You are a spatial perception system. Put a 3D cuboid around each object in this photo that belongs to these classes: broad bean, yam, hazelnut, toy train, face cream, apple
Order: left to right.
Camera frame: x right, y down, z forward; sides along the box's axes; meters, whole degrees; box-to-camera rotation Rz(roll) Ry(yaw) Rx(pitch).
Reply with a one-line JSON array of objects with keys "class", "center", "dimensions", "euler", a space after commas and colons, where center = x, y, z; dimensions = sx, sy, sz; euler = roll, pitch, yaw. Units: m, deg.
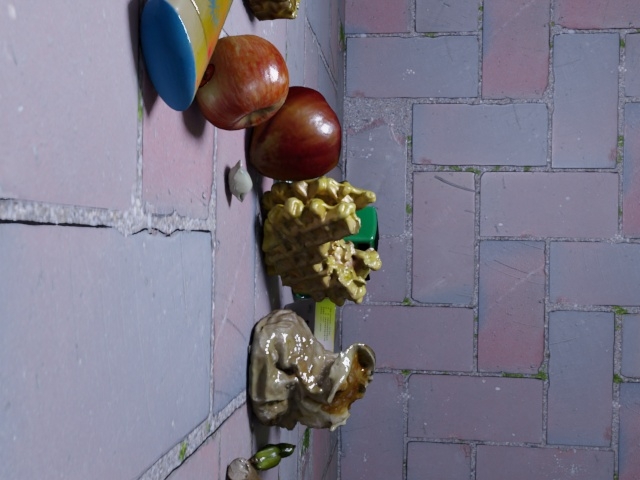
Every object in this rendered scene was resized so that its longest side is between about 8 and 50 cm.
[{"class": "face cream", "center": [-0.170, -0.306, 0.923], "dimensions": [0.285, 0.067, 0.139], "euler": [-82, 167, -45]}, {"class": "apple", "center": [-0.120, -0.241, 1.051], "dimensions": [0.146, 0.146, 0.131], "euler": [35, 33, -82]}, {"class": "yam", "center": [-0.139, 0.485, 1.370], "dimensions": [0.241, 0.057, 0.056], "euler": [78, 14, -54]}, {"class": "broad bean", "center": [-0.111, 0.479, 1.547], "dimensions": [0.213, 0.070, 0.048], "euler": [21, 53, -73]}, {"class": "hazelnut", "center": [-0.064, -0.209, 1.443], "dimensions": [0.208, 0.208, 0.208], "euler": [1, 90, -83]}, {"class": "toy train", "center": [0.043, 0.032, 1.961], "dimensions": [0.429, 0.249, 0.178], "euler": [81, 12, -52]}]

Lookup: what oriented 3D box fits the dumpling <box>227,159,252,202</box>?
[{"class": "dumpling", "center": [-0.147, -0.110, 1.259], "dimensions": [0.059, 0.043, 0.077], "euler": [-107, 173, -51]}]

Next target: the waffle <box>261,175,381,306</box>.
[{"class": "waffle", "center": [0.000, 0.000, 1.574], "dimensions": [0.324, 0.261, 0.151], "euler": [80, 20, -44]}]

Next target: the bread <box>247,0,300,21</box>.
[{"class": "bread", "center": [-0.097, -0.558, 1.373], "dimensions": [0.181, 0.096, 0.222], "euler": [52, 37, -79]}]

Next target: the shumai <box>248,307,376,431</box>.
[{"class": "shumai", "center": [-0.008, 0.291, 1.559], "dimensions": [0.314, 0.262, 0.267], "euler": [72, 21, -74]}]

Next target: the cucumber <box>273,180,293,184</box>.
[{"class": "cucumber", "center": [-0.072, -0.140, 1.733], "dimensions": [0.115, 0.086, 0.193], "euler": [-26, 123, -84]}]

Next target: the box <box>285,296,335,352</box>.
[{"class": "box", "center": [-0.035, 0.283, 1.789], "dimensions": [0.175, 0.062, 0.260], "euler": [-22, -119, 59]}]
